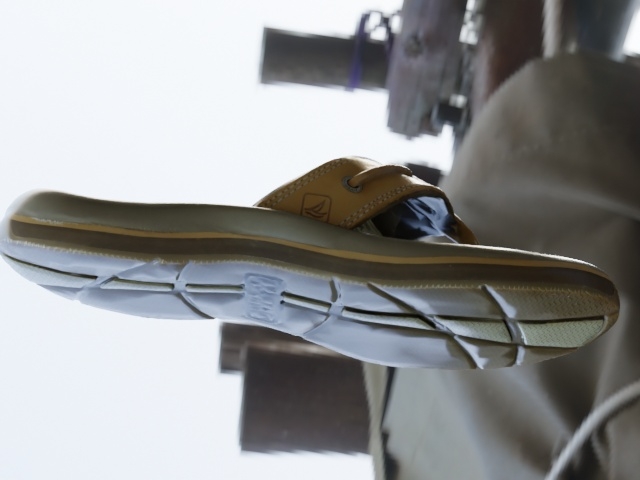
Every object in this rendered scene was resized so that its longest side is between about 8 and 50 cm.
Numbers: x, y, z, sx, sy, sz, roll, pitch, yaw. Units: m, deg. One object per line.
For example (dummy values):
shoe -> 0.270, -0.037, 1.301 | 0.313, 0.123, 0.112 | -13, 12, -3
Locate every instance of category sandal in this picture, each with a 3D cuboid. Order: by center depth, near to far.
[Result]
sandal -> 0.000, 0.000, 0.422 | 0.180, 0.072, 0.049 | 9, -112, -5
